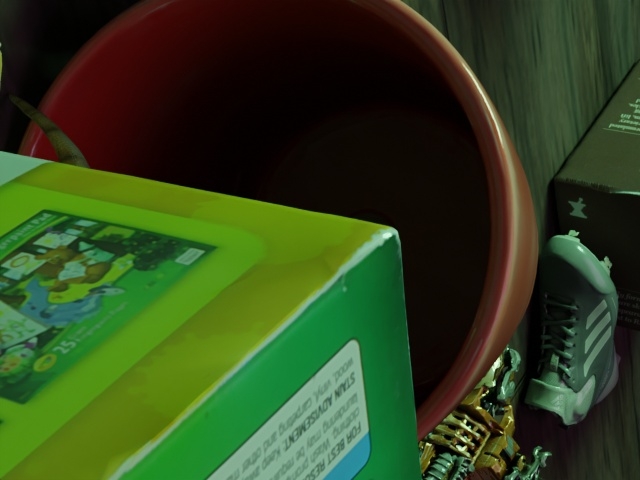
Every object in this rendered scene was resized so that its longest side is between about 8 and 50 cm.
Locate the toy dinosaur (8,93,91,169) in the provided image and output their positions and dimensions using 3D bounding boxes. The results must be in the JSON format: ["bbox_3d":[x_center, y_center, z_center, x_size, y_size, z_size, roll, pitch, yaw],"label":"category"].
[{"bbox_3d":[-0.112,0.020,0.827,0.064,0.112,0.211,115,-16,-65],"label":"toy dinosaur"}]

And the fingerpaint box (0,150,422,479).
[{"bbox_3d":[-0.238,0.131,0.464,0.445,0.371,0.163,-42,134,-47],"label":"fingerpaint box"}]

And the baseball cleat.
[{"bbox_3d":[0.222,0.092,1.545,0.109,0.072,0.206,-50,138,-28],"label":"baseball cleat"}]

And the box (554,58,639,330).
[{"bbox_3d":[0.335,-0.037,1.585,0.203,0.168,0.167,-50,142,-38],"label":"box"}]

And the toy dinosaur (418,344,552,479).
[{"bbox_3d":[0.099,0.239,1.366,0.218,0.164,0.322,25,98,-45],"label":"toy dinosaur"}]

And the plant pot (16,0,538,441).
[{"bbox_3d":[0.000,0.000,0.959,0.243,0.275,0.275,4,98,-71],"label":"plant pot"}]

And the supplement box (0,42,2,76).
[{"bbox_3d":[-0.201,0.021,0.782,0.080,0.078,0.233,-10,110,-56],"label":"supplement box"}]
